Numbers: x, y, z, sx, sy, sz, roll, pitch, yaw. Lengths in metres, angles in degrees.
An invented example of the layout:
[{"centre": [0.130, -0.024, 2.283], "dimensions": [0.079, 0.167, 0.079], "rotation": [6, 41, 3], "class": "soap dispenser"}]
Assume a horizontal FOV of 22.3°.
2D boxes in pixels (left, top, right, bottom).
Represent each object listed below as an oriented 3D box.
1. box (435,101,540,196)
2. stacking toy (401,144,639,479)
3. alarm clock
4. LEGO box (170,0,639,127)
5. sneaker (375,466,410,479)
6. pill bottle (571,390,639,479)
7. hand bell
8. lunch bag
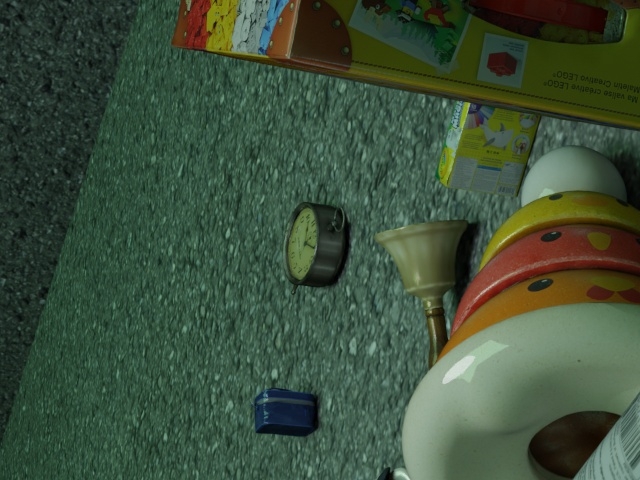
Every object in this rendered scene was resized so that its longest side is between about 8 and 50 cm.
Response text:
[{"centre": [0.214, -0.148, 1.998], "dimensions": [0.043, 0.105, 0.179], "rotation": [-131, 53, -59], "class": "box"}, {"centre": [0.258, 0.064, 1.670], "dimensions": [0.480, 0.350, 0.351], "rotation": [-87, 19, -50], "class": "stacking toy"}, {"centre": [0.000, 0.000, 2.493], "dimensions": [0.192, 0.064, 0.129], "rotation": [133, 138, -57], "class": "alarm clock"}, {"centre": [0.145, -0.245, 1.695], "dimensions": [0.372, 0.500, 0.193], "rotation": [-159, 78, -66], "class": "LEGO box"}, {"centre": [0.105, 0.339, 2.027], "dimensions": [0.094, 0.235, 0.153], "rotation": [45, 119, 18], "class": "sneaker"}, {"centre": [0.292, 0.242, 1.398], "dimensions": [0.160, 0.160, 0.283], "rotation": [-106, 32, -42], "class": "pill bottle"}, {"centre": [0.148, 0.103, 2.109], "dimensions": [0.126, 0.126, 0.242], "rotation": [-22, 75, 64], "class": "hand bell"}, {"centre": [-0.059, 0.262, 2.509], "dimensions": [0.067, 0.098, 0.065], "rotation": [133, 141, -61], "class": "lunch bag"}]
